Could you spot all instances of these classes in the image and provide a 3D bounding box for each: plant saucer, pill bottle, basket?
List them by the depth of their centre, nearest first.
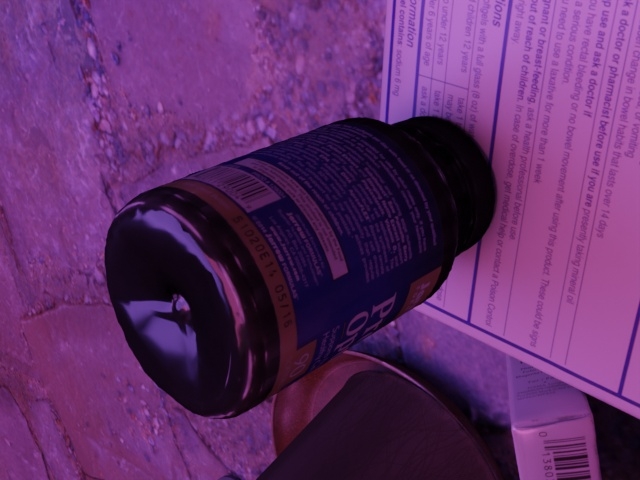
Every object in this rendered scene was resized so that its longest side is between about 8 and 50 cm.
[{"bbox_3d":[0.000,0.000,0.511,0.122,0.219,0.123,24,126,38],"label":"pill bottle"},{"bbox_3d":[0.019,0.246,0.765,0.204,0.226,0.154,47,136,17],"label":"basket"},{"bbox_3d":[0.075,0.244,0.914,0.310,0.050,0.311,22,124,37],"label":"plant saucer"}]

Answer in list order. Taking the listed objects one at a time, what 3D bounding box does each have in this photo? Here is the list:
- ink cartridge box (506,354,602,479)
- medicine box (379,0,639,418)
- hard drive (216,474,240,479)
[{"bbox_3d":[0.178,0.165,0.675,0.066,0.232,0.189,-9,105,16],"label":"ink cartridge box"},{"bbox_3d":[0.188,-0.055,0.570,0.289,0.149,0.264,25,126,35],"label":"medicine box"},{"bbox_3d":[-0.049,0.473,1.162,0.203,0.040,0.308,16,121,40],"label":"hard drive"}]
